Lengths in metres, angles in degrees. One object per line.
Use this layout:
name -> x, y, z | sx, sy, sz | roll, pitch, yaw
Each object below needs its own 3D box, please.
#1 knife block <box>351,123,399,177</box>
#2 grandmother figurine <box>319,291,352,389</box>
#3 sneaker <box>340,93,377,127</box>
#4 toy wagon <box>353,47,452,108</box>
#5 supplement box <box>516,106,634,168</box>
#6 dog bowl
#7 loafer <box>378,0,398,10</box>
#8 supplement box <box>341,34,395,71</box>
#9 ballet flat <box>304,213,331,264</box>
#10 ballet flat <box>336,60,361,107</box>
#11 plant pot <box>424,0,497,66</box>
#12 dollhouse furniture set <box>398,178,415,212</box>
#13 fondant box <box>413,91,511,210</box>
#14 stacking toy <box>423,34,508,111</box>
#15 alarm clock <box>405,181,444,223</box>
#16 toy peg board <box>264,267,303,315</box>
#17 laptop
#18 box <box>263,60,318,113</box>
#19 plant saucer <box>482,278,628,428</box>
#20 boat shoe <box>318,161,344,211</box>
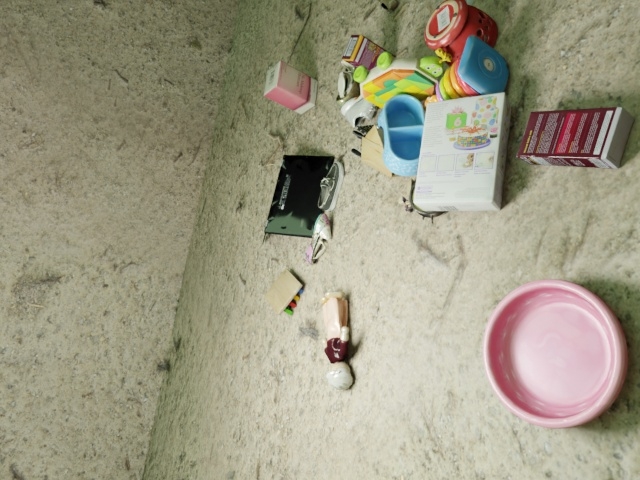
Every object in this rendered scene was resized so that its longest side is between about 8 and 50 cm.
knife block -> 0.211, -0.320, 1.834 | 0.242, 0.088, 0.276 | 132, 123, -63
grandmother figurine -> 0.061, 0.360, 1.760 | 0.208, 0.104, 0.342 | 113, 155, -62
sneaker -> 0.206, -0.556, 1.975 | 0.262, 0.099, 0.121 | -38, 68, 36
toy wagon -> 0.291, -0.549, 1.673 | 0.344, 0.267, 0.068 | -9, 70, 53
supplement box -> 0.633, -0.257, 1.233 | 0.239, 0.073, 0.130 | 19, 90, 55
dog bowl -> 0.289, -0.367, 1.669 | 0.074, 0.165, 0.297 | 83, -178, -70
loafer -> 0.275, -1.021, 2.093 | 0.050, 0.056, 0.148 | -54, 37, 15
supplement box -> 0.194, -0.732, 1.962 | 0.081, 0.188, 0.104 | 38, 107, 55
ballet flat -> 0.000, 0.000, 2.030 | 0.079, 0.077, 0.222 | 34, 110, 36
ballet flat -> 0.135, -0.724, 2.109 | 0.123, 0.123, 0.349 | -5, 72, 54
plant pot -> 0.446, -0.674, 1.597 | 0.191, 0.174, 0.191 | -30, 52, 48
dollhouse furniture set -> 0.320, -0.166, 1.643 | 0.081, 0.091, 0.114 | -9, 65, 37
fondant box -> 0.422, -0.256, 1.455 | 0.238, 0.096, 0.330 | 2, 78, 36
stacking toy -> 0.432, -0.487, 1.572 | 0.302, 0.165, 0.175 | -26, 39, 60
alarm clock -> 0.362, -0.155, 1.561 | 0.129, 0.064, 0.192 | 31, 95, 32
toy peg board -> -0.143, 0.233, 2.133 | 0.161, 0.079, 0.161 | -52, 37, 2
laptop -> -0.115, -0.178, 2.291 | 0.407, 0.236, 0.382 | 6, 76, 27
box -> -0.144, -0.749, 2.409 | 0.127, 0.232, 0.149 | -15, 64, 51
plant saucer -> 0.538, 0.259, 1.132 | 0.332, 0.084, 0.332 | -28, 54, 47
boat shoe -> 0.041, -0.234, 2.063 | 0.077, 0.070, 0.219 | 0, 75, 55
